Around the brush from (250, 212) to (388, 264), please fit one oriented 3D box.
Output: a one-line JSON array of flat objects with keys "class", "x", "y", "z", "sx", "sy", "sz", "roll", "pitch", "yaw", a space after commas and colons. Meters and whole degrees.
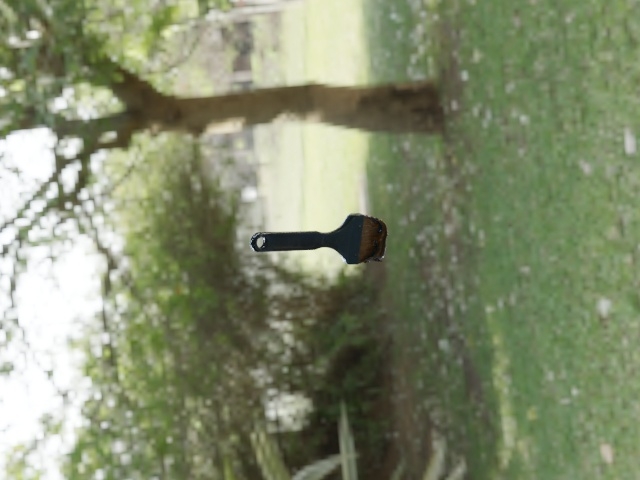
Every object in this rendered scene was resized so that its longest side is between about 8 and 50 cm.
[{"class": "brush", "x": 0.000, "y": 0.000, "z": 1.302, "sx": 0.014, "sy": 0.164, "sz": 0.051, "roll": 15, "pitch": 104, "yaw": 50}]
